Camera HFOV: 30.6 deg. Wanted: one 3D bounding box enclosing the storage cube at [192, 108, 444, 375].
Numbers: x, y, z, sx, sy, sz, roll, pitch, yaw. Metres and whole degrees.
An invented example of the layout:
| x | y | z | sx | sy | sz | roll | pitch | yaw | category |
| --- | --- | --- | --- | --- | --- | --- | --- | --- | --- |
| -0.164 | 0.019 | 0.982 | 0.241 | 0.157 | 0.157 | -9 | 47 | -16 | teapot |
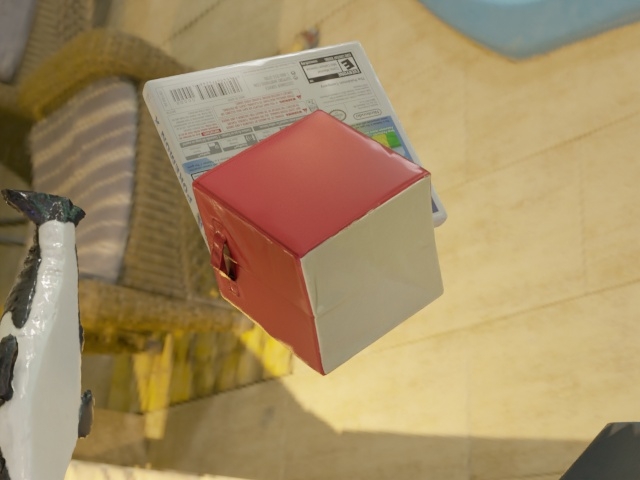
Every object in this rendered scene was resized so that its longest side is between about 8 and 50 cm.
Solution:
| x | y | z | sx | sy | sz | roll | pitch | yaw | category |
| --- | --- | --- | --- | --- | --- | --- | --- | --- | --- |
| 0.000 | 0.000 | 1.310 | 0.193 | 0.215 | 0.183 | 34 | 146 | 41 | storage cube |

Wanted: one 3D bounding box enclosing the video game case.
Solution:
| x | y | z | sx | sy | sz | roll | pitch | yaw | category |
| --- | --- | --- | --- | --- | --- | --- | --- | --- | --- |
| -0.032 | -0.113 | 1.559 | 0.299 | 0.329 | 0.036 | 65 | 153 | 19 | video game case |

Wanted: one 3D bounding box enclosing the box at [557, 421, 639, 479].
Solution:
| x | y | z | sx | sy | sz | roll | pitch | yaw | category |
| --- | --- | --- | --- | --- | --- | --- | --- | --- | --- |
| 0.278 | 0.363 | 0.777 | 0.293 | 0.395 | 0.212 | -42 | 9 | -20 | box |

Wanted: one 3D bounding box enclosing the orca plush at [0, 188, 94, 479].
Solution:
| x | y | z | sx | sy | sz | roll | pitch | yaw | category |
| --- | --- | --- | --- | --- | --- | --- | --- | --- | --- |
| -0.279 | 0.097 | 1.034 | 0.102 | 0.151 | 0.287 | -8 | 81 | 16 | orca plush |
